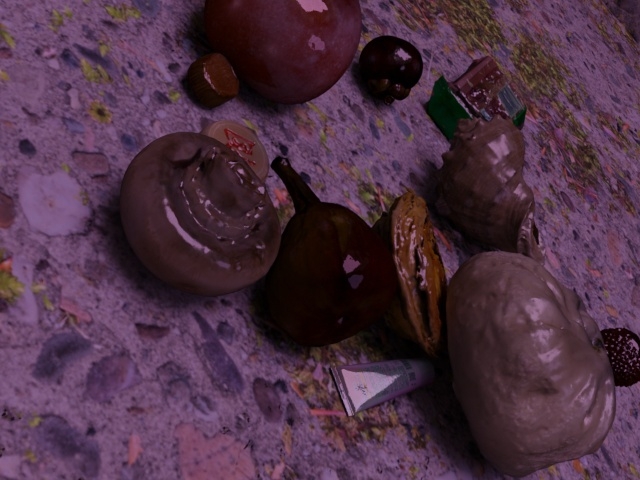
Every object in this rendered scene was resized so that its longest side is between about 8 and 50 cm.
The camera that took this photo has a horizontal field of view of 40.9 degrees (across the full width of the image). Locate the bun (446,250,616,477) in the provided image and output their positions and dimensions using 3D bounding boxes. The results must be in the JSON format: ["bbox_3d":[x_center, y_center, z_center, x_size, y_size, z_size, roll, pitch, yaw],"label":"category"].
[{"bbox_3d":[0.338,0.187,1.343,0.360,0.211,0.359,46,34,-45],"label":"bun"}]

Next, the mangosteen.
[{"bbox_3d":[0.137,-0.331,1.692,0.140,0.140,0.140,27,44,-30],"label":"mangosteen"}]

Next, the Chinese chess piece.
[{"bbox_3d":[-0.134,-0.122,1.286,0.122,0.051,0.122,27,45,-31],"label":"Chinese chess piece"}]

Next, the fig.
[{"bbox_3d":[-0.015,0.001,1.202,0.191,0.191,0.290,-18,79,-51],"label":"fig"}]

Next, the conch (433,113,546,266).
[{"bbox_3d":[0.325,-0.084,1.642,0.263,0.186,0.324,21,59,-58],"label":"conch"}]

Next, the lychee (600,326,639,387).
[{"bbox_3d":[0.588,0.231,1.717,0.129,0.123,0.123,20,42,1],"label":"lychee"}]

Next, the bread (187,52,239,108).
[{"bbox_3d":[-0.172,-0.248,1.346,0.085,0.053,0.085,29,51,-42],"label":"bread"}]

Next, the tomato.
[{"bbox_3d":[-0.053,-0.370,1.424,0.270,0.227,0.270,30,41,-31],"label":"tomato"}]

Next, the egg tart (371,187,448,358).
[{"bbox_3d":[0.135,0.054,1.364,0.297,0.132,0.297,-14,90,-73],"label":"egg tart"}]

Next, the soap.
[{"bbox_3d":[0.357,-0.296,1.902,0.218,0.098,0.273,51,38,-3],"label":"soap"}]

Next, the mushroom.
[{"bbox_3d":[-0.145,-0.037,1.106,0.226,0.178,0.226,32,45,-39],"label":"mushroom"}]

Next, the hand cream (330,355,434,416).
[{"bbox_3d":[0.094,0.208,1.279,0.174,0.047,0.076,-7,67,-39],"label":"hand cream"}]
